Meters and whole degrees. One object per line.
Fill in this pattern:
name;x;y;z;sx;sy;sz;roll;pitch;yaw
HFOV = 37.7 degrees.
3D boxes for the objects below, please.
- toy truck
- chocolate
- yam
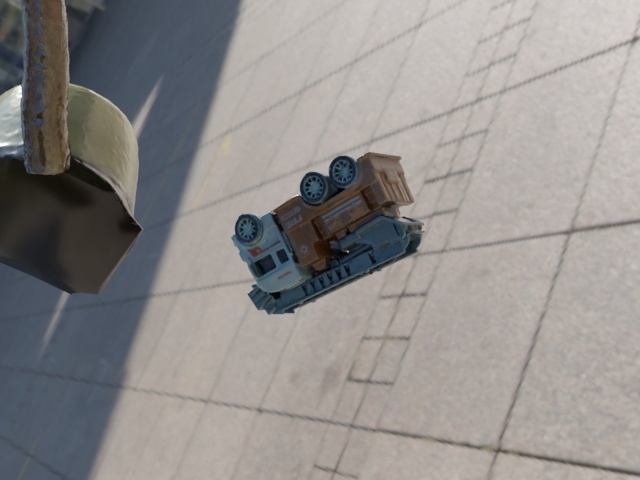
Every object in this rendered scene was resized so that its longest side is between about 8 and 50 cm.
toy truck;0.000;0.000;1.543;0.338;0.133;0.184;-30;76;27
chocolate;-0.455;-0.125;1.667;0.314;0.326;0.297;-48;19;47
yam;-0.410;-0.268;1.381;0.081;0.081;0.357;-122;31;-68
